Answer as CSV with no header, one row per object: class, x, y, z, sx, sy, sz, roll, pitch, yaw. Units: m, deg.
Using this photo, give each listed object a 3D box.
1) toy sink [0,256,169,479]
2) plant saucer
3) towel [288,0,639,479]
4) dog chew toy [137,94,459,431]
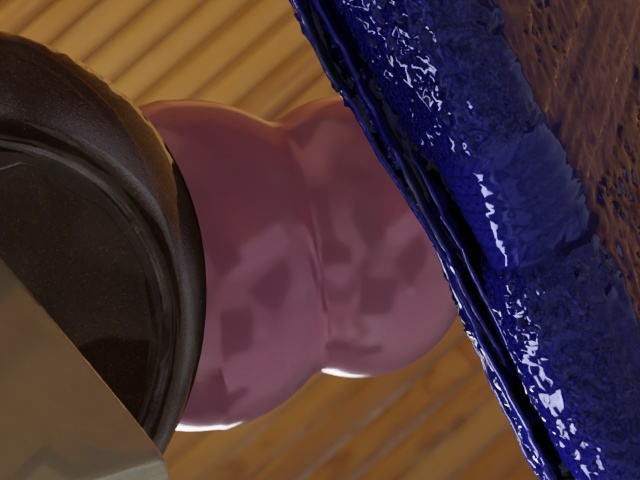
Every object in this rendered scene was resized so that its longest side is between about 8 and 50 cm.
toy sink,-0.164,0.109,0.716,0.153,0.131,0.234,-16,-153,-23
plant saucer,-0.180,0.055,0.865,0.310,0.310,0.050,-42,-146,-14
towel,0.063,-0.076,0.675,0.076,0.308,0.227,-16,-156,25
dog chew toy,0.000,0.000,1.154,0.332,0.206,0.206,-11,177,-10
